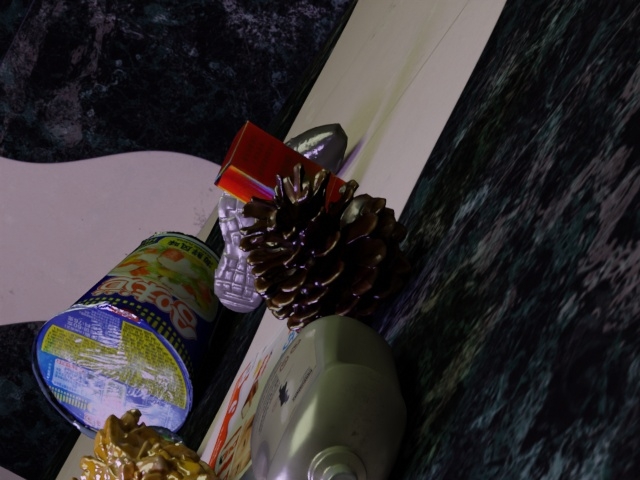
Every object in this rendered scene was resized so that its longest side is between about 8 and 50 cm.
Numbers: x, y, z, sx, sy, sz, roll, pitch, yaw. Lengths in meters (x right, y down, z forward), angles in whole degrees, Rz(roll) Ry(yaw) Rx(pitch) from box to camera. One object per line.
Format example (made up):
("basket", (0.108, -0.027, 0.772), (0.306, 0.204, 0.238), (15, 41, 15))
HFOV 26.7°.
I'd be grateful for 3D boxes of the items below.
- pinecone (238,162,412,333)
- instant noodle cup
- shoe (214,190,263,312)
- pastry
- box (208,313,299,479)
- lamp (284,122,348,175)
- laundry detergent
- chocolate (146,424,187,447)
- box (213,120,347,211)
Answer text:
("pinecone", (-0.005, 0.002, 1.324), (0.163, 0.165, 0.163), (-27, 36, 22))
("instant noodle cup", (-0.286, 0.141, 2.246), (0.284, 0.284, 0.312), (-53, 4, 35))
("shoe", (-0.099, -0.007, 2.086), (0.125, 0.099, 0.227), (-39, -40, -69))
("pastry", (-0.161, 0.277, 1.350), (0.250, 0.102, 0.154), (28, 110, 52))
("box", (-0.048, 0.178, 1.453), (0.265, 0.048, 0.273), (-53, 12, 36))
("lamp", (-0.033, -0.106, 2.079), (0.250, 0.101, 0.101), (-39, 21, 45))
("laundry detergent", (0.002, 0.163, 1.108), (0.181, 0.091, 0.253), (-60, 10, 6))
("chocolate", (-0.259, 0.333, 1.949), (0.110, 0.110, 0.291), (-63, 7, -19))
("box", (-0.050, -0.076, 1.846), (0.048, 0.175, 0.112), (-51, 12, 37))
